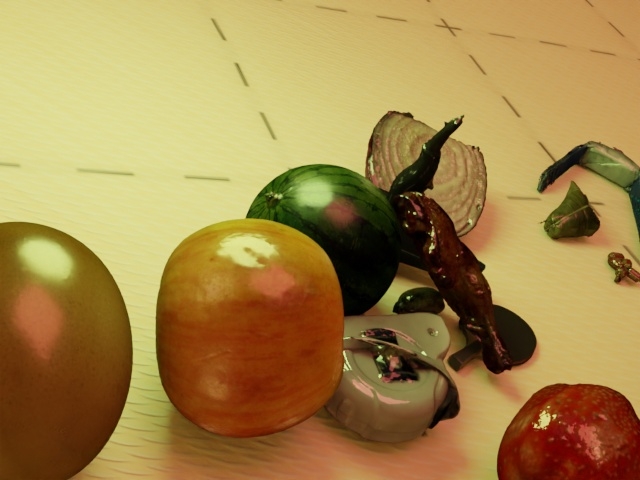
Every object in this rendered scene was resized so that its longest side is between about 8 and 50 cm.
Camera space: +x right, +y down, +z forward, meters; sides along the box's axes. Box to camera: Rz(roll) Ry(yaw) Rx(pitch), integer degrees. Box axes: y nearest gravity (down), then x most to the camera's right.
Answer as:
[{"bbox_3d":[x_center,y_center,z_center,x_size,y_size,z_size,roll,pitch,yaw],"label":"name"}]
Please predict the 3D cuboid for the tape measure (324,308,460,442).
[{"bbox_3d":[0.090,0.193,1.456,0.236,0.120,0.197,1,43,-23],"label":"tape measure"}]

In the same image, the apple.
[{"bbox_3d":[-0.086,0.110,1.318,0.233,0.286,0.286,0,37,1],"label":"apple"}]

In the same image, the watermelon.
[{"bbox_3d":[0.003,0.002,1.545,0.242,0.242,0.242,16,36,-12],"label":"watermelon"}]

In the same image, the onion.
[{"bbox_3d":[0.176,-0.096,1.900,0.250,0.111,0.247,24,56,-20],"label":"onion"}]

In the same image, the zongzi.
[{"bbox_3d":[0.471,-0.064,2.051,0.154,0.062,0.130,-4,61,-25],"label":"zongzi"}]

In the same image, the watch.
[{"bbox_3d":[0.630,-0.100,2.199,0.276,0.068,0.274,37,37,16],"label":"watch"}]

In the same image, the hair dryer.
[{"bbox_3d":[0.177,-0.067,1.645,0.304,0.359,0.120,29,52,-1],"label":"hair dryer"}]

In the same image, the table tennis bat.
[{"bbox_3d":[0.276,0.163,1.687,0.130,0.019,0.220,41,37,22],"label":"table tennis bat"}]

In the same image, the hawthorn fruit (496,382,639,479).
[{"bbox_3d":[0.332,0.306,1.392,0.205,0.205,0.253,41,45,22],"label":"hawthorn fruit"}]

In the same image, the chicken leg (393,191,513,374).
[{"bbox_3d":[0.209,0.058,1.601,0.322,0.083,0.177,55,13,-25],"label":"chicken leg"}]

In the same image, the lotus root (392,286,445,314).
[{"bbox_3d":[0.160,0.102,1.670,0.099,0.049,0.054,-6,47,-34],"label":"lotus root"}]

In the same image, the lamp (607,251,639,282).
[{"bbox_3d":[0.588,0.052,2.011,0.063,0.031,0.083,11,34,-21],"label":"lamp"}]

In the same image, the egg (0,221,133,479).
[{"bbox_3d":[-0.339,0.127,1.165,0.250,0.250,0.322,3,46,-28],"label":"egg"}]
